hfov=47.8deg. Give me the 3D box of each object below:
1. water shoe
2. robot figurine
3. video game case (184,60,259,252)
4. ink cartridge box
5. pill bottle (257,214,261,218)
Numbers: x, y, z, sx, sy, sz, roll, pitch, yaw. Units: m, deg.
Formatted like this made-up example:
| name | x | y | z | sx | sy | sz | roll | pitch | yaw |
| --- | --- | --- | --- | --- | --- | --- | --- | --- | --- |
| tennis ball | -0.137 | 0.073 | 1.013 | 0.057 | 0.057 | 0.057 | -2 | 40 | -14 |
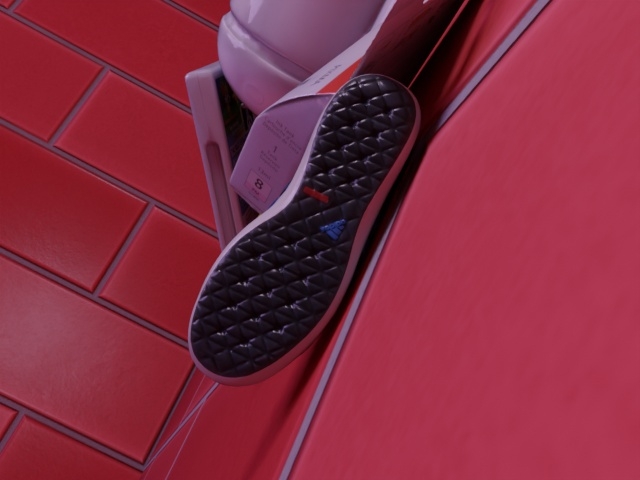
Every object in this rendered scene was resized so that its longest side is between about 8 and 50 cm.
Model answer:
| name | x | y | z | sx | sy | sz | roll | pitch | yaw |
| --- | --- | --- | --- | --- | --- | --- | --- | --- | --- |
| water shoe | 0.000 | 0.000 | 0.434 | 0.203 | 0.073 | 0.080 | -56 | -13 | -4 |
| robot figurine | 0.016 | -0.260 | 0.774 | 0.354 | 0.199 | 0.300 | -58 | 36 | 26 |
| video game case | -0.098 | -0.091 | 0.967 | 0.329 | 0.036 | 0.300 | -77 | -21 | -71 |
| ink cartridge box | 0.035 | -0.137 | 0.527 | 0.189 | 0.066 | 0.232 | -45 | -10 | -37 |
| pill bottle | -0.025 | -0.001 | 0.599 | 0.065 | 0.065 | 0.116 | -56 | 8 | 46 |
